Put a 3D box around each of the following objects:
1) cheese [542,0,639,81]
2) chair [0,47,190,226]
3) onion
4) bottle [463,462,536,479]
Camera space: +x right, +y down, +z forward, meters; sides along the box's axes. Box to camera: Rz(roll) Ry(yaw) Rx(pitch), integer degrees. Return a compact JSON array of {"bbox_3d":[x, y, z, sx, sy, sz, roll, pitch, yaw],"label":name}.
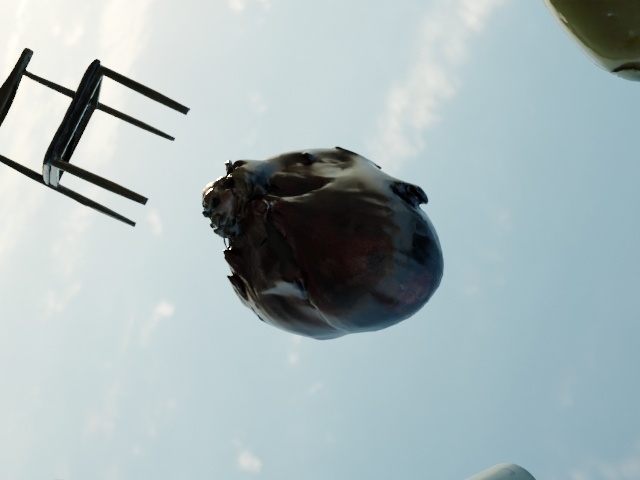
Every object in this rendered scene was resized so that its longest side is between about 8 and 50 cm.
[{"bbox_3d":[0.440,-0.374,1.405,0.259,0.128,0.316,-23,-85,25],"label":"cheese"},{"bbox_3d":[-0.353,-0.158,1.447,0.188,0.272,0.166,-69,-169,-17],"label":"chair"},{"bbox_3d":[0.015,0.010,1.145,0.221,0.281,0.281,-60,-149,-8],"label":"onion"},{"bbox_3d":[0.145,0.265,0.955,0.072,0.201,0.072,-1,-91,32],"label":"bottle"}]
